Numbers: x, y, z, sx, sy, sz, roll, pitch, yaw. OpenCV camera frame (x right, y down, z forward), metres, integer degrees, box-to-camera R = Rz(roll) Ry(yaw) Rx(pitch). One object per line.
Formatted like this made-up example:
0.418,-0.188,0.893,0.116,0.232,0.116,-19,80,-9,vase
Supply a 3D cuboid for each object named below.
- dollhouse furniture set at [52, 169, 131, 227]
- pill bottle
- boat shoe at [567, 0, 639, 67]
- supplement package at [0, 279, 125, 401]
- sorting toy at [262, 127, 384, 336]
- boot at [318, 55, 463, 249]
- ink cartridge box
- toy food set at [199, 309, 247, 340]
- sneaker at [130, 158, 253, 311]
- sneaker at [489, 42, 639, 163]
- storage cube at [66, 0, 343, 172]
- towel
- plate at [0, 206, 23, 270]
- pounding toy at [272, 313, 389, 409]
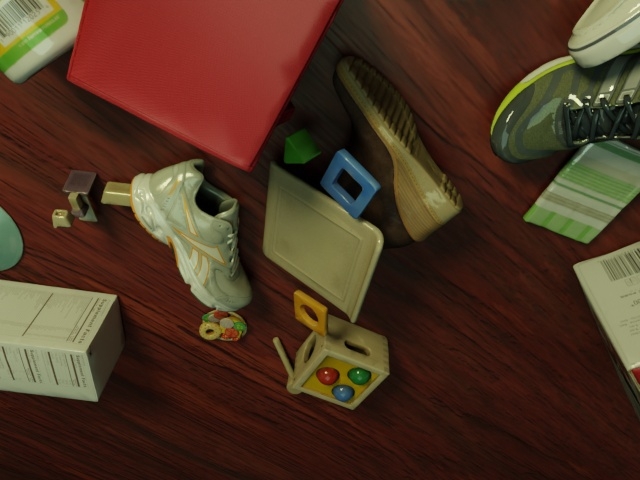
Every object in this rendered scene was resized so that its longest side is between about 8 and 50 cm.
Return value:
-0.309,-0.036,0.724,0.114,0.091,0.081,6,144,-4,dollhouse furniture set
-0.336,-0.292,0.478,0.136,0.136,0.246,-23,123,21,pill bottle
0.330,-0.290,0.458,0.088,0.096,0.267,34,122,-16,boat shoe
-0.486,0.170,0.854,0.243,0.139,0.134,8,127,-1,supplement package
0.000,0.000,0.686,0.196,0.047,0.348,37,142,21,sorting toy
0.040,-0.084,0.649,0.206,0.090,0.248,-26,108,38,boot
0.515,0.202,0.719,0.130,0.272,0.309,-24,123,22,ink cartridge box
-0.174,0.154,0.893,0.083,0.020,0.083,19,127,-10,toy food set
-0.154,0.000,0.725,0.121,0.099,0.262,-21,125,14,sneaker
0.340,-0.153,0.546,0.299,0.121,0.111,-19,124,18,sneaker
-0.096,-0.222,0.487,0.214,0.184,0.193,25,125,-14,storage cube
0.367,-0.069,0.679,0.113,0.023,0.152,20,129,-9,towel
-0.575,-0.014,0.789,0.188,0.024,0.188,3,129,3,plate
-0.007,0.239,0.901,0.181,0.094,0.206,24,126,-14,pounding toy
